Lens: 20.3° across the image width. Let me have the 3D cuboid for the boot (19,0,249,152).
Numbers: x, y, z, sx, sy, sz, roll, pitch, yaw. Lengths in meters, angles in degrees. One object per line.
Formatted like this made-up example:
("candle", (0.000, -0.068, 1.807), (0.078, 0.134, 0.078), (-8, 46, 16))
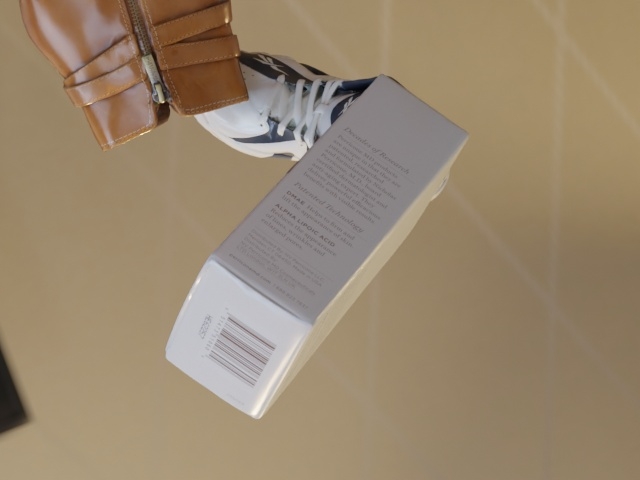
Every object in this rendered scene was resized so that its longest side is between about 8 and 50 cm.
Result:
("boot", (-0.100, -0.213, 1.418), (0.283, 0.220, 0.109), (-24, -176, -2))

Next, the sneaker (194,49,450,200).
("sneaker", (0.003, -0.104, 1.444), (0.094, 0.235, 0.153), (-60, -179, -13))

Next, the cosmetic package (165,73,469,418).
("cosmetic package", (0.000, 0.000, 1.207), (0.231, 0.085, 0.117), (-51, 174, -43))
